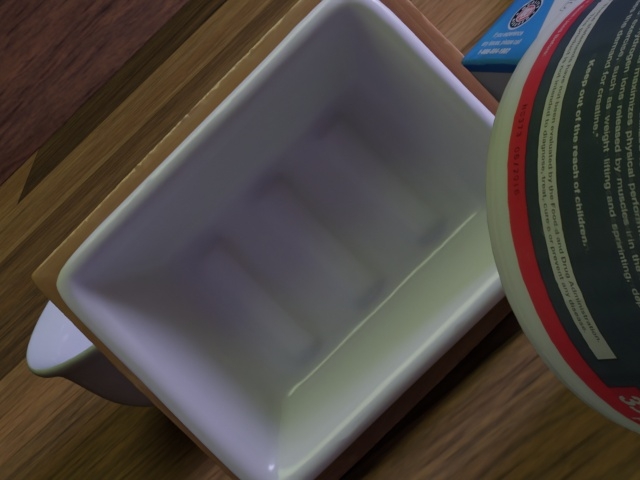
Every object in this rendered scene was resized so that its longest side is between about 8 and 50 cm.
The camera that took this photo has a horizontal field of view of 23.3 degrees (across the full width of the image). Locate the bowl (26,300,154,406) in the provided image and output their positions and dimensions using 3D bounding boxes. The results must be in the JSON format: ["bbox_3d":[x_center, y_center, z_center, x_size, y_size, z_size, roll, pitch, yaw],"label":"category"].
[{"bbox_3d":[-0.086,0.029,1.234,0.298,0.134,0.298,-42,19,18],"label":"bowl"}]

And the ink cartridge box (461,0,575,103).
[{"bbox_3d":[0.229,-0.118,0.782,0.232,0.168,0.171,-49,18,-7],"label":"ink cartridge box"}]

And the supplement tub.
[{"bbox_3d":[0.198,-0.026,0.515,0.191,0.191,0.272,-54,17,-21],"label":"supplement tub"}]

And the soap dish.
[{"bbox_3d":[0.000,0.000,0.987,0.291,0.229,0.118,-45,2,6],"label":"soap dish"}]
